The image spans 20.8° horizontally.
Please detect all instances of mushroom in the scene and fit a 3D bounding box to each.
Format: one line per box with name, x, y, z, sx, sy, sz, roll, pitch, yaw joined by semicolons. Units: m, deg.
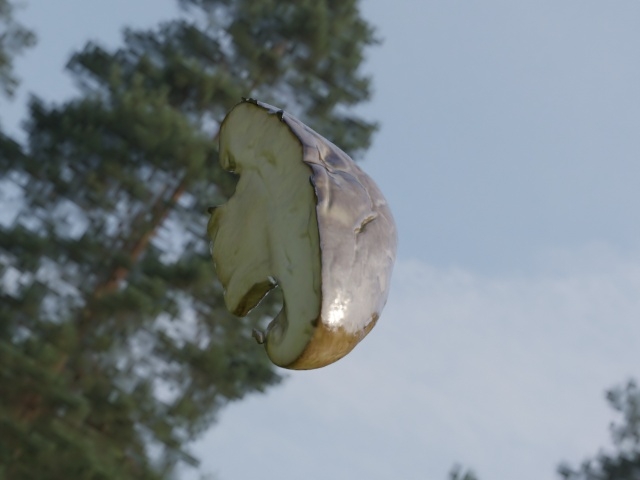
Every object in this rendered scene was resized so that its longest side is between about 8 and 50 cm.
mushroom;0.000;0.000;1.557;0.151;0.286;0.156;17;-47;-35
